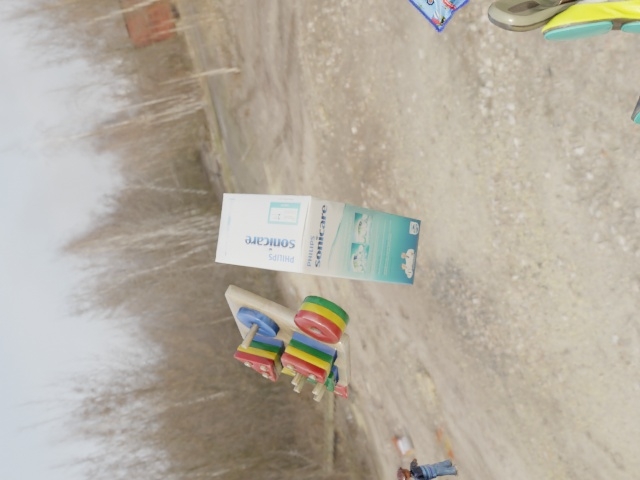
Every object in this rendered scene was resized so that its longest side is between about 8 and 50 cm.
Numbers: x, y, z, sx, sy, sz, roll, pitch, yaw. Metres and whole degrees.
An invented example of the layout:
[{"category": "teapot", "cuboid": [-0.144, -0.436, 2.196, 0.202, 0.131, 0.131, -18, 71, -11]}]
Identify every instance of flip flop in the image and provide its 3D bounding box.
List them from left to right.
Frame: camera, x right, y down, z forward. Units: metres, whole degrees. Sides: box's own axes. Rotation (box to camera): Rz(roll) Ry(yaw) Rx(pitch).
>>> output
[{"category": "flip flop", "cuboid": [0.397, -0.435, 1.178, 0.112, 0.277, 0.080, 41, 149, 42]}]

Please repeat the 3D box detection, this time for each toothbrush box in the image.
[{"category": "toothbrush box", "cuboid": [0.000, 0.000, 1.211, 0.216, 0.295, 0.126, 5, 88, 45]}]

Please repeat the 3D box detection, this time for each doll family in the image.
[{"category": "doll family", "cuboid": [0.206, 0.434, 1.194, 0.193, 0.111, 0.076, -174, 76, -74]}]

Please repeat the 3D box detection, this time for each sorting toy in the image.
[{"category": "sorting toy", "cuboid": [-0.037, 0.119, 0.728, 0.046, 0.132, 0.275, -61, -16, -24]}]

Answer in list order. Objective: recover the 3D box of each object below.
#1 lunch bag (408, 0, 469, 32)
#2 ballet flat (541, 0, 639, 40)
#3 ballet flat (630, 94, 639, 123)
[{"category": "lunch bag", "cuboid": [0.244, -0.693, 1.688, 0.138, 0.293, 0.221, -42, 18, 57]}, {"category": "ballet flat", "cuboid": [0.475, -0.368, 1.114, 0.077, 0.230, 0.077, 10, -100, -77]}, {"category": "ballet flat", "cuboid": [0.700, -0.318, 1.389, 0.203, 0.074, 0.074, -50, 53, 52]}]
